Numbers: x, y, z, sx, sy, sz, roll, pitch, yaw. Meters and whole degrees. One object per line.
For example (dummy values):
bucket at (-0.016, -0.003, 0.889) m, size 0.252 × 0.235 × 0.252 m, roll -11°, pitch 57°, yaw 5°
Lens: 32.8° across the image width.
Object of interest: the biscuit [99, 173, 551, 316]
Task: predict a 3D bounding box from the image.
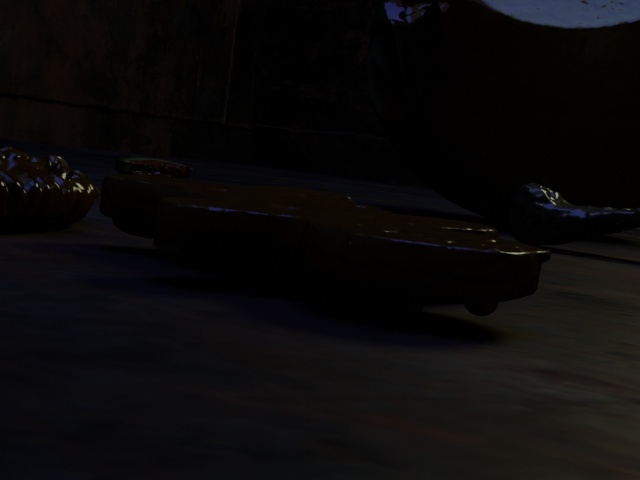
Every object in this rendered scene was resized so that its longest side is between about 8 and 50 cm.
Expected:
biscuit at (0.000, 0.001, 0.403) m, size 0.138 × 0.031 × 0.205 m, roll 3°, pitch 5°, yaw -32°

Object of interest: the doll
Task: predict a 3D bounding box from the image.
doll at (0.294, -0.011, 0.771) m, size 0.202 × 0.091 × 0.285 m, roll 18°, pitch -15°, yaw -41°

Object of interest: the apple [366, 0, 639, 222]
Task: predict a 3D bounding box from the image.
apple at (0.230, -0.206, 1.123) m, size 0.374 × 0.384 × 0.374 m, roll 13°, pitch 9°, yaw -2°

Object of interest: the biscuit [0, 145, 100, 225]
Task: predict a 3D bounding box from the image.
biscuit at (-0.257, -0.041, 0.510) m, size 0.305 × 0.038 × 0.305 m, roll 7°, pitch 4°, yaw 0°

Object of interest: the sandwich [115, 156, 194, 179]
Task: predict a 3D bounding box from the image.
sandwich at (-0.169, -0.067, 1.088) m, size 0.069 × 0.026 × 0.101 m, roll 11°, pitch 7°, yaw 1°
